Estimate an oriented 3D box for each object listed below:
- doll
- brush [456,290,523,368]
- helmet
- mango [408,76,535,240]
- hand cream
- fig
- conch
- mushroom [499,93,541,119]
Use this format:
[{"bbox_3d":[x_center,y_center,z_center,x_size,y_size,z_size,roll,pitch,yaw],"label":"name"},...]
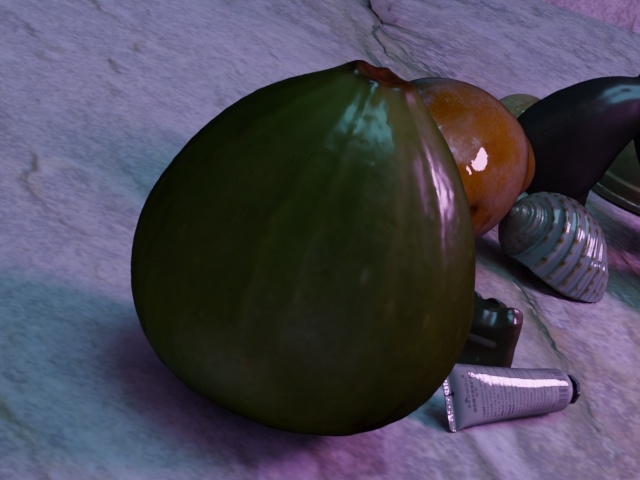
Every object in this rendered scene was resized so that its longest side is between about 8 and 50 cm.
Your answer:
[{"bbox_3d":[0.440,-0.131,2.220,0.379,0.382,0.252,0,61,10],"label":"doll"},{"bbox_3d":[0.062,0.052,1.682,0.301,0.084,0.071,24,20,23],"label":"brush"},{"bbox_3d":[0.533,-0.113,2.514,0.258,0.137,0.204,11,22,-28],"label":"helmet"},{"bbox_3d":[0.133,-0.084,1.911,0.384,0.221,0.199,-10,81,-58],"label":"mango"},{"bbox_3d":[0.178,0.145,1.599,0.194,0.067,0.042,3,-10,-45],"label":"hand cream"},{"bbox_3d":[0.000,0.000,1.388,0.316,0.316,0.316,20,20,-7],"label":"fig"},{"bbox_3d":[0.288,0.005,2.012,0.153,0.102,0.135,17,35,-15],"label":"conch"},{"bbox_3d":[0.293,-0.141,2.367,0.148,0.148,0.112,27,60,14],"label":"mushroom"}]
